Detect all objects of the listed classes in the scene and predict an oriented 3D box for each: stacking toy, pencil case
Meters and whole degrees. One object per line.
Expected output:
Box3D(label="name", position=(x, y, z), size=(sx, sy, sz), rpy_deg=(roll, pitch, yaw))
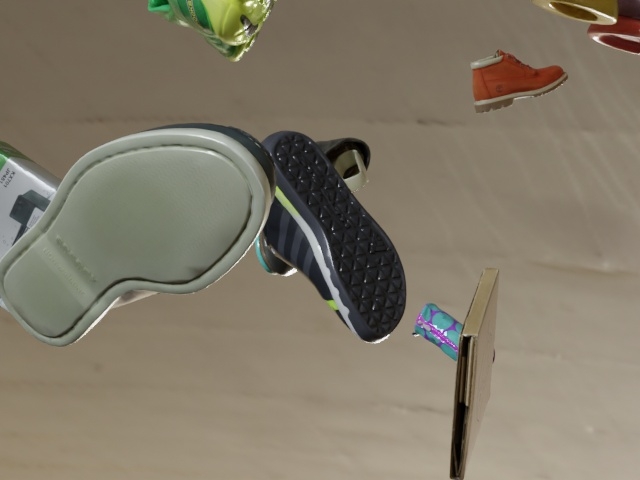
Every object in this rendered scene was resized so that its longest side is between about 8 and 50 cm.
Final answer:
Box3D(label="stacking toy", position=(0.474, -0.341, 1.902), size=(0.279, 0.130, 0.309), rpy_deg=(17, 2, 33))
Box3D(label="pencil case", position=(0.227, 0.171, 2.340), size=(0.151, 0.064, 0.070), rpy_deg=(36, 23, 35))

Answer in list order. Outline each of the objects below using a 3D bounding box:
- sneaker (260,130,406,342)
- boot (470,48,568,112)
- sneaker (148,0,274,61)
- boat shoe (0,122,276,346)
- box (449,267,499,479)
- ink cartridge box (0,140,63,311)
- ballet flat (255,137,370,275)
Box3D(label="sneaker", position=(0.000, 0.000, 1.347), size=(0.084, 0.235, 0.097), rpy_deg=(-21, -13, -36))
Box3D(label="boot", position=(0.295, -0.249, 2.044), size=(0.158, 0.085, 0.059), rpy_deg=(-17, 7, -20))
Box3D(label="sneaker", position=(-0.108, -0.257, 1.401), size=(0.123, 0.109, 0.295), rpy_deg=(29, 1, -3))
Box3D(label="boat shoe", position=(-0.124, -0.017, 1.035), size=(0.127, 0.113, 0.340), rpy_deg=(50, -41, -3))
Box3D(label="box", position=(0.166, 0.138, 1.470), size=(0.021, 0.164, 0.201), rpy_deg=(6, 20, 12))
Box3D(label="ink cartridge box", position=(-0.332, 0.000, 1.569), size=(0.208, 0.153, 0.087), rpy_deg=(32, 3, 11))
Box3D(label="ballet flat", position=(0.001, -0.057, 1.637), size=(0.096, 0.280, 0.095), rpy_deg=(-18, -66, 23))
